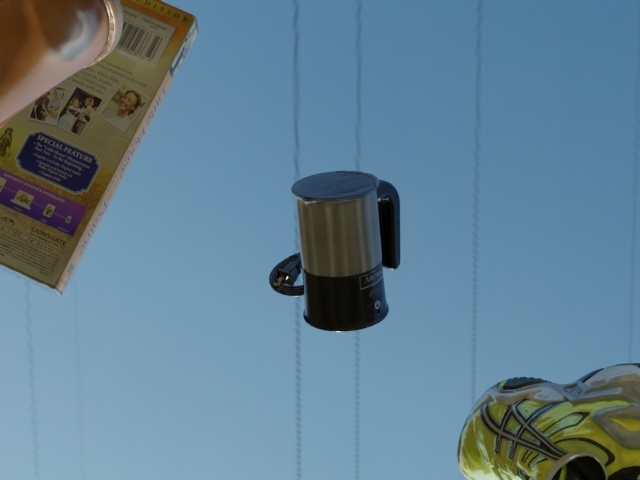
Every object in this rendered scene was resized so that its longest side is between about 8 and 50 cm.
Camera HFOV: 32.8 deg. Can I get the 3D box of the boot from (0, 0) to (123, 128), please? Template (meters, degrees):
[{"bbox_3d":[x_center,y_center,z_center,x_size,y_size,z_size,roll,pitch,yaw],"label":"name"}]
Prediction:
[{"bbox_3d":[-0.286,-0.114,0.853,0.283,0.220,0.109,-11,-55,50],"label":"boot"}]

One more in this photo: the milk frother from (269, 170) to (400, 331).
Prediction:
[{"bbox_3d":[0.000,0.000,1.060,0.143,0.129,0.134,4,-68,22],"label":"milk frother"}]

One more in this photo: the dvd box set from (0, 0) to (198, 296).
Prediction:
[{"bbox_3d":[-0.390,-0.176,1.456,0.308,0.062,0.420,23,-104,3],"label":"dvd box set"}]

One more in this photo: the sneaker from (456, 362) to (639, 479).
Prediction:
[{"bbox_3d":[0.267,0.249,1.276,0.145,0.147,0.385,41,-31,-8],"label":"sneaker"}]
